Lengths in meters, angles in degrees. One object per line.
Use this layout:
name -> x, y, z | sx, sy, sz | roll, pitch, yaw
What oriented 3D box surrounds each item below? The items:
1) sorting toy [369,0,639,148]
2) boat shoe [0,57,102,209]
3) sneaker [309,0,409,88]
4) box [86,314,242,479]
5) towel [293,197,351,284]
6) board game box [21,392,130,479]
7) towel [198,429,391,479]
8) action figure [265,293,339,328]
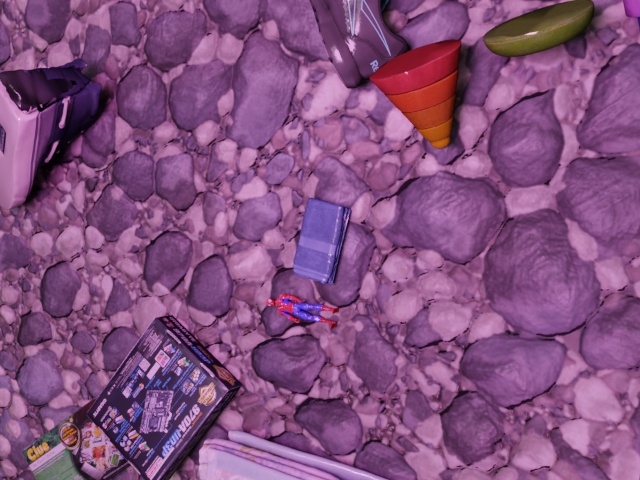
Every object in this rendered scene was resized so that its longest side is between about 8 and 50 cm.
sorting toy -> 0.250, -0.203, 0.840 | 0.366, 0.127, 0.126 | -14, 113, 19
boat shoe -> -0.473, -0.173, 1.182 | 0.127, 0.158, 0.340 | 57, 142, 5
sneaker -> 0.029, -0.343, 0.940 | 0.106, 0.101, 0.267 | -23, 91, 12
box -> -0.258, 0.260, 1.130 | 0.175, 0.051, 0.220 | 40, 102, 18
towel -> 0.000, 0.000, 1.009 | 0.067, 0.029, 0.119 | 18, 103, 23
board game box -> -0.428, 0.381, 1.252 | 0.260, 0.030, 0.136 | -35, 82, 24
towel -> -0.027, 0.482, 1.039 | 0.375, 0.090, 0.320 | 11, 103, 24
action figure -> -0.031, 0.103, 1.036 | 0.115, 0.030, 0.038 | 11, 105, 26
